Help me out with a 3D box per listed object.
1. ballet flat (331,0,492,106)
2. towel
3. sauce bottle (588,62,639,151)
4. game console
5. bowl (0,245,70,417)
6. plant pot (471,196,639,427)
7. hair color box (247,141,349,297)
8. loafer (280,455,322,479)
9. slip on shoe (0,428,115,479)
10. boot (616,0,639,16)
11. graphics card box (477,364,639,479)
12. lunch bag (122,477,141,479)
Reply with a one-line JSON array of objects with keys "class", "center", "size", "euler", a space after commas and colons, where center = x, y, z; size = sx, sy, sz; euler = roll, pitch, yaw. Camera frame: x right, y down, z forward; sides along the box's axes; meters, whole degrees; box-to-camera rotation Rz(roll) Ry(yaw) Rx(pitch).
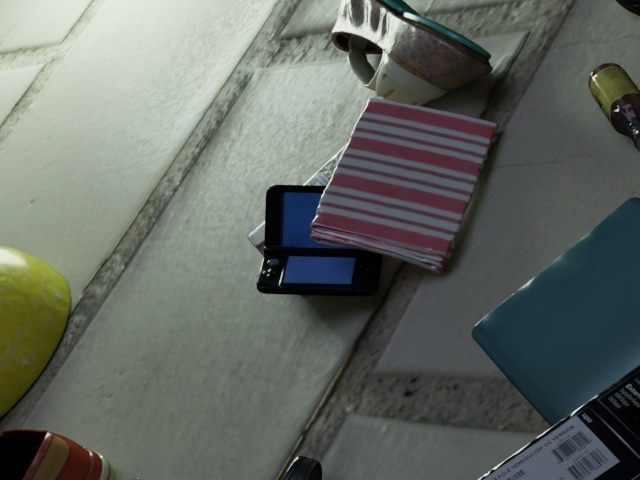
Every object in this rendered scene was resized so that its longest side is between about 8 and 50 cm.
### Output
[{"class": "ballet flat", "center": [0.095, -0.206, 1.838], "size": [0.106, 0.107, 0.316], "euler": [-61, 26, 9]}, {"class": "towel", "center": [0.086, -0.060, 1.660], "size": [0.144, 0.029, 0.197], "euler": [14, 54, 14]}, {"class": "sauce bottle", "center": [0.291, -0.124, 1.562], "size": [0.042, 0.042, 0.128], "euler": [-35, 31, 12]}, {"class": "game console", "center": [0.000, 0.000, 1.652], "size": [0.122, 0.071, 0.107], "euler": [1, 30, 7]}, {"class": "bowl", "center": [-0.465, 0.102, 2.009], "size": [0.289, 0.156, 0.289], "euler": [-28, 35, 22]}, {"class": "plant pot", "center": [0.259, 0.124, 1.206], "size": [0.165, 0.166, 0.234], "euler": [-40, 38, 5]}, {"class": "hair color box", "center": [0.012, -0.028, 1.742], "size": [0.167, 0.053, 0.093], "euler": [-44, 33, 0]}, {"class": "loafer", "center": [-0.012, 0.263, 1.433], "size": [0.061, 0.062, 0.170], "euler": [-2, 49, 16]}, {"class": "slip on shoe", "center": [-0.358, 0.251, 1.770], "size": [0.331, 0.101, 0.123], "euler": [-8, 48, 44]}, {"class": "boot", "center": [0.388, -0.272, 1.625], "size": [0.106, 0.082, 0.219], "euler": [-33, 22, -27]}, {"class": "graphics card box", "center": [0.260, 0.172, 1.028], "size": [0.371, 0.233, 0.094], "euler": [-36, 33, -4]}, {"class": "lunch bag", "center": [-0.204, 0.276, 1.620], "size": [0.083, 0.053, 0.071], "euler": [-17, 38, 49]}]
